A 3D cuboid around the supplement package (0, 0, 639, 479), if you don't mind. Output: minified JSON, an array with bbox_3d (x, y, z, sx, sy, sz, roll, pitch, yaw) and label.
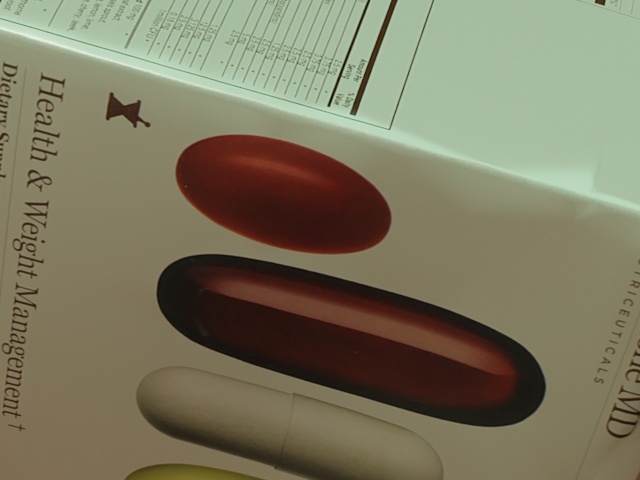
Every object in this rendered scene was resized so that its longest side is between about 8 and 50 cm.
[{"bbox_3d":[0.000,0.000,0.566,0.203,0.194,0.149,16,40,4],"label":"supplement package"}]
